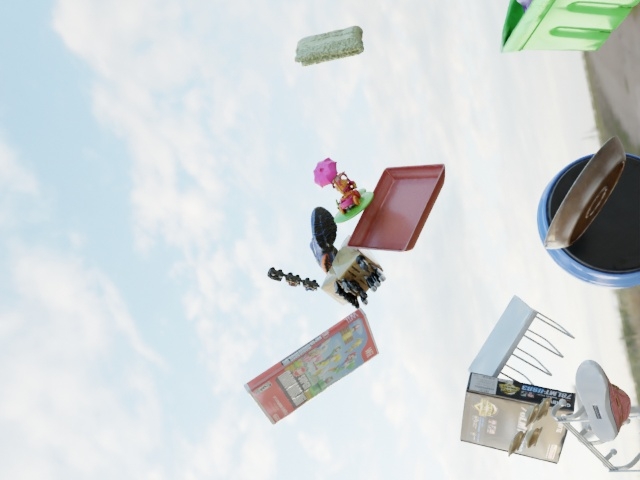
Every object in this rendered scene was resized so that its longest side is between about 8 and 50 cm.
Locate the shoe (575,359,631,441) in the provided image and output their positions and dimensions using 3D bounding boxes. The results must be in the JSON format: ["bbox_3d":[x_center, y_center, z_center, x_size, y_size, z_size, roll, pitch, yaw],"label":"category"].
[{"bbox_3d":[0.552,0.297,1.598,0.081,0.063,0.178,-33,-70,-40],"label":"shoe"}]

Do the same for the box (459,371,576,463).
[{"bbox_3d":[0.555,0.509,2.342,0.296,0.293,0.073,86,-159,-48],"label":"box"}]

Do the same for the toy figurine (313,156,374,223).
[{"bbox_3d":[0.048,-0.156,2.199,0.159,0.130,0.173,52,-159,-17],"label":"toy figurine"}]

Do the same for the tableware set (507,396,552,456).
[{"bbox_3d":[0.504,0.445,1.960,0.168,0.020,0.141,1,-68,-52],"label":"tableware set"}]

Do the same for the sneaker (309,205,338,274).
[{"bbox_3d":[0.000,0.000,2.406,0.083,0.087,0.221,-24,-59,-29],"label":"sneaker"}]

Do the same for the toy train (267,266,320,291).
[{"bbox_3d":[-0.072,0.108,2.198,0.158,0.036,0.027,18,-149,-25],"label":"toy train"}]

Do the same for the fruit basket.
[{"bbox_3d":[0.338,-0.497,1.296,0.392,0.392,0.283,41,-119,-59],"label":"fruit basket"}]

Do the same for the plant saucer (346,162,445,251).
[{"bbox_3d":[0.207,-0.077,2.149,0.047,0.259,0.258,34,-106,-28],"label":"plant saucer"}]

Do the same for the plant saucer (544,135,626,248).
[{"bbox_3d":[0.639,-0.101,1.952,0.310,0.050,0.311,-43,-25,-26],"label":"plant saucer"}]

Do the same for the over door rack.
[{"bbox_3d":[0.742,0.468,1.949,0.239,0.324,0.108,42,-111,-16],"label":"over door rack"}]

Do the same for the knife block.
[{"bbox_3d":[0.115,0.069,2.222,0.088,0.242,0.276,38,-128,-14],"label":"knife block"}]

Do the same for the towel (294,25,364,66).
[{"bbox_3d":[0.018,-0.411,1.727,0.110,0.148,0.027,-90,-12,-51],"label":"towel"}]

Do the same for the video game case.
[{"bbox_3d":[-0.011,0.270,1.724,0.025,0.285,0.204,52,171,33],"label":"video game case"}]

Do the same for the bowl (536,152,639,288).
[{"bbox_3d":[0.793,-0.065,2.230,0.077,0.391,0.391,67,-162,-68],"label":"bowl"}]

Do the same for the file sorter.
[{"bbox_3d":[0.599,0.339,2.439,0.278,0.173,0.193,-60,8,8],"label":"file sorter"}]
